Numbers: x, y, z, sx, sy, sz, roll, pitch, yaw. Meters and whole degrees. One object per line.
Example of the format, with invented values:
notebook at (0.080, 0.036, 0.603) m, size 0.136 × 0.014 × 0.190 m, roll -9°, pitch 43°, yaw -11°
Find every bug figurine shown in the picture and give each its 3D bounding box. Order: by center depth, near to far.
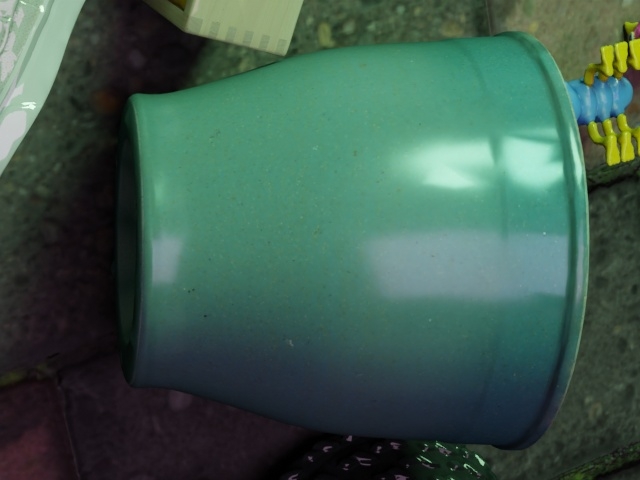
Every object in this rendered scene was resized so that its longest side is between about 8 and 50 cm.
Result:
bug figurine at (0.228, -0.204, 1.131) m, size 0.216 × 0.072 × 0.279 m, roll -12°, pitch 104°, yaw -31°

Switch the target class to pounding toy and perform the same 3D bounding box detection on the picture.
pounding toy at (-0.069, -0.208, 0.951) m, size 0.100 × 0.130 × 0.141 m, roll 10°, pitch 107°, yaw -30°

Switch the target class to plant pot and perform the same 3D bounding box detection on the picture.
plant pot at (0.000, 0.000, 0.972) m, size 0.255 × 0.271 × 0.272 m, roll 0°, pitch 104°, yaw -12°

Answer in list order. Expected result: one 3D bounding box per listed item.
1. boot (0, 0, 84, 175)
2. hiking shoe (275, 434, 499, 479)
boot at (-0.210, -0.150, 0.915) m, size 0.123 × 0.095 × 0.258 m, roll 25°, pitch 84°, yaw -23°
hiking shoe at (-0.006, 0.230, 1.123) m, size 0.304 × 0.113 × 0.132 m, roll -17°, pitch 141°, yaw -30°
